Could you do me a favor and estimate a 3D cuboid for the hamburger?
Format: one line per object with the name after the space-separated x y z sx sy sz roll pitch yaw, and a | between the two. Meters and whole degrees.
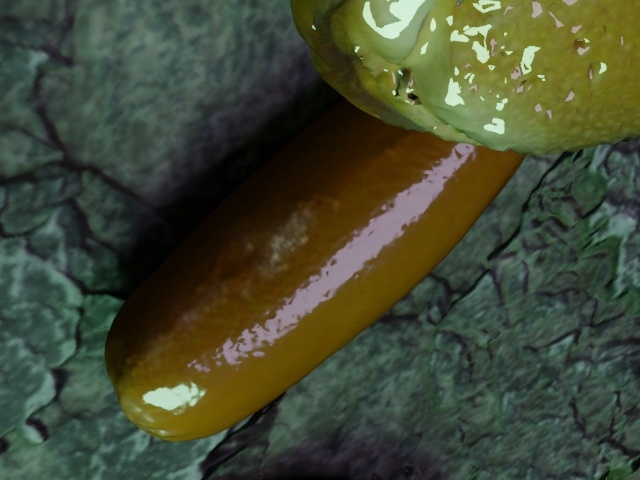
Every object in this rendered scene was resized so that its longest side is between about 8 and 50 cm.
0.110 -0.182 0.601 0.284 0.174 0.304 -9 135 -11 | hamburger

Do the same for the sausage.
0.000 0.000 0.774 0.238 0.098 0.098 -40 141 1 | sausage
